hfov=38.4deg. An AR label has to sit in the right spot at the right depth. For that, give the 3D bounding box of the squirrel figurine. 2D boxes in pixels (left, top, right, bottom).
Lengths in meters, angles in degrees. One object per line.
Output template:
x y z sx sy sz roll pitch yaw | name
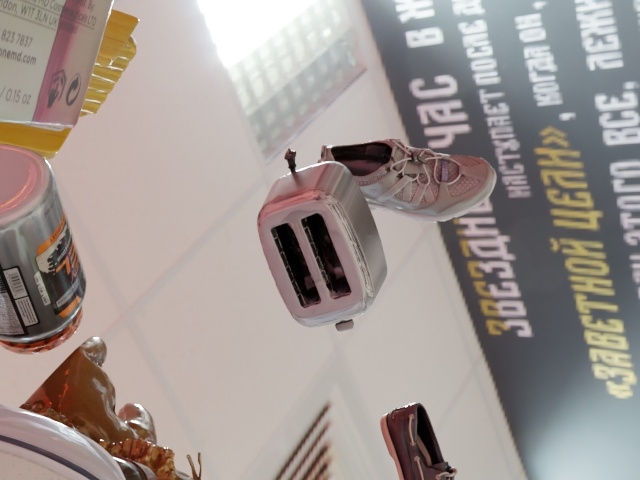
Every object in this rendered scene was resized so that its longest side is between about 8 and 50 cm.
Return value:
-0.312 0.376 1.368 0.370 0.397 0.281 43 -95 -5 | squirrel figurine

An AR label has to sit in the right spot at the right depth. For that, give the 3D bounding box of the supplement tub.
-0.475 0.024 1.424 0.194 0.193 0.316 -55 -24 -37 | supplement tub

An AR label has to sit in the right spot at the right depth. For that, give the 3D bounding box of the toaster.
0.000 0.000 1.163 0.146 0.129 0.227 -67 -41 -69 | toaster

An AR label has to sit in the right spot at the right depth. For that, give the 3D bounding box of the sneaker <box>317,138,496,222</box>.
0.127 -0.097 1.385 0.115 0.281 0.105 87 -179 -59 | sneaker

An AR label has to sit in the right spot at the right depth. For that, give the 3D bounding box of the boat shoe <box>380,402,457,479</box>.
0.148 0.316 1.238 0.075 0.065 0.206 15 -135 -54 | boat shoe

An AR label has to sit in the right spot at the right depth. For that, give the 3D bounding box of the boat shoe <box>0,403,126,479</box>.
-0.252 0.145 0.379 0.367 0.156 0.136 11 -75 -24 | boat shoe

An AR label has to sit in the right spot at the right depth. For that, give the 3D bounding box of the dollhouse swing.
-0.511 -0.215 1.624 0.315 0.347 0.305 12 -124 -31 | dollhouse swing

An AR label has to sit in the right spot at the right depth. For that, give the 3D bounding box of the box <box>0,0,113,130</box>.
-0.148 -0.174 0.348 0.127 0.148 0.232 -31 -39 -82 | box

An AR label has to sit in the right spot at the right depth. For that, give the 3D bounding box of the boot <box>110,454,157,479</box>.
-0.279 0.229 0.912 0.106 0.219 0.082 49 -136 -58 | boot
